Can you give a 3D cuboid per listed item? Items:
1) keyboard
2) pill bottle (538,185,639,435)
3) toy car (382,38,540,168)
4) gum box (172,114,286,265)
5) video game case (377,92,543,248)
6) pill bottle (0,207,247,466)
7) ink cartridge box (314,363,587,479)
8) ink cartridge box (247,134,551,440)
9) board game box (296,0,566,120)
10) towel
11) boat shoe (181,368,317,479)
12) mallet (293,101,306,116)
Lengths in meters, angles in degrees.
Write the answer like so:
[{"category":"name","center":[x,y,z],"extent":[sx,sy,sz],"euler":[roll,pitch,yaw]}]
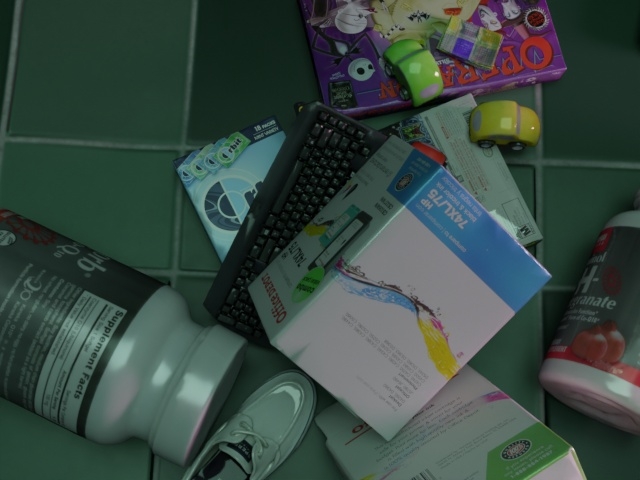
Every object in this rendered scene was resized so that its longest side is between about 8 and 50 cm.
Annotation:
[{"category":"keyboard","center":[0.000,0.000,1.222],"extent":[0.201,0.033,0.317],"euler":[24,102,-16]},{"category":"pill bottle","center":[0.416,0.072,1.204],"extent":[0.176,0.176,0.318],"euler":[26,77,5]},{"category":"toy car","center":[0.156,-0.181,1.281],"extent":[0.239,0.053,0.225],"euler":[-28,78,-8]},{"category":"gum box","center":[-0.092,-0.057,1.296],"extent":[0.157,0.041,0.184],"euler":[-26,78,-9]},{"category":"video game case","center":[0.159,-0.061,1.301],"extent":[0.210,0.042,0.232],"euler":[-23,78,-7]},{"category":"pill bottle","center":[-0.288,0.121,1.161],"extent":[0.363,0.210,0.210],"euler":[25,77,4]},{"category":"ink cartridge box","center":[0.142,0.265,1.111],"extent":[0.207,0.353,0.119],"euler":[-30,109,-7]},{"category":"ink cartridge box","center":[0.083,0.051,1.131],"extent":[0.197,0.198,0.270],"euler":[42,94,-20]},{"category":"board game box","center":[0.155,-0.296,1.361],"extent":[0.347,0.056,0.208],"euler":[-12,81,-4]},{"category":"towel","center":[0.210,-0.276,1.329],"extent":[0.083,0.009,0.060],"euler":[24,77,4]},{"category":"boat shoe","center":[-0.094,0.269,1.191],"extent":[0.095,0.084,0.258],"euler":[35,78,8]},{"category":"mallet","center":[-0.019,-0.097,1.273],"extent":[0.062,0.039,0.189],"euler":[-15,72,-12]}]
